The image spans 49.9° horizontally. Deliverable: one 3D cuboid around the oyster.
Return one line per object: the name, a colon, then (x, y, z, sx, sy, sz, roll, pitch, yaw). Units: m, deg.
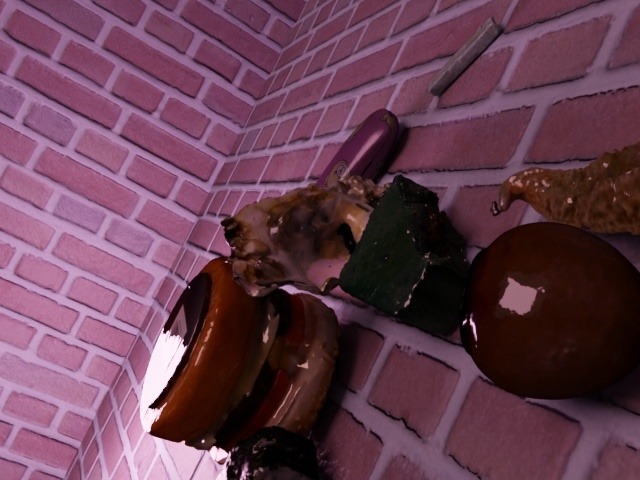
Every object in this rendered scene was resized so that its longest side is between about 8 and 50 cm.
oyster: (0.002, 0.004, 1.097, 0.201, 0.354, 0.107, 47, 147, 34)

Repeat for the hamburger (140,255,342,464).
hamburger: (-0.130, 0.203, 1.128, 0.330, 0.250, 0.330, -53, 22, 31)

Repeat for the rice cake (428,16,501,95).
rice cake: (0.250, -0.320, 1.208, 0.171, 0.029, 0.033, -45, 22, 38)

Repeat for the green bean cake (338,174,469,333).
green bean cake: (0.135, 0.017, 0.941, 0.194, 0.107, 0.208, -61, 21, -2)

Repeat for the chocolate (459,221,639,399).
chocolate: (0.220, 0.066, 0.631, 0.177, 0.176, 0.177, -49, 24, 30)

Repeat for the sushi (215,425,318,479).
sushi: (-0.092, 0.378, 0.975, 0.225, 0.136, 0.126, -56, 16, 22)

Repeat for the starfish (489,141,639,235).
starfish: (0.338, -0.122, 0.574, 0.432, 0.082, 0.324, 36, 108, 64)

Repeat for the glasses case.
glasses case: (0.049, -0.121, 1.362, 0.316, 0.075, 0.123, -54, 22, 21)
